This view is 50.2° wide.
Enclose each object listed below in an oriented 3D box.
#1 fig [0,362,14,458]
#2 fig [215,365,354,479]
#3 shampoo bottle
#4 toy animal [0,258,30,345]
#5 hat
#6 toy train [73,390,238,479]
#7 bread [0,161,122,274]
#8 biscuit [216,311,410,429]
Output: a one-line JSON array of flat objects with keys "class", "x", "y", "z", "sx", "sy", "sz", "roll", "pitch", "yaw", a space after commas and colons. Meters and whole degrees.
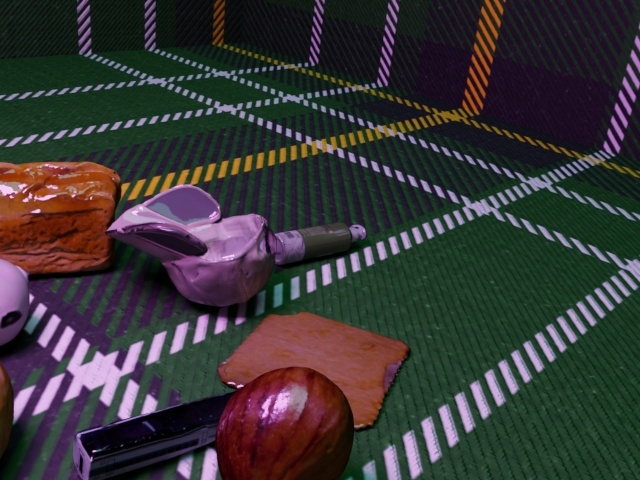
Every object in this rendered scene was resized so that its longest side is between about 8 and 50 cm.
[{"class": "fig", "x": -0.390, "y": 0.222, "z": 0.707, "sx": 0.159, "sy": 0.159, "sz": 0.257, "roll": -8, "pitch": 46, "yaw": -28}, {"class": "fig", "x": -0.055, "y": 0.233, "z": 0.747, "sx": 0.202, "sy": 0.148, "sz": 0.149, "roll": -41, "pitch": 6, "yaw": -17}, {"class": "shampoo bottle", "x": 0.000, "y": 0.000, "z": 1.324, "sx": 0.204, "sy": 0.065, "sz": 0.065, "roll": -11, "pitch": 31, "yaw": -33}, {"class": "toy animal", "x": -0.498, "y": 0.095, "z": 0.939, "sx": 0.179, "sy": 0.138, "sz": 0.166, "roll": 6, "pitch": 44, "yaw": -21}, {"class": "hat", "x": -0.211, "y": 0.014, "z": 1.108, "sx": 0.275, "sy": 0.161, "sz": 0.232, "roll": 16, "pitch": 14, "yaw": -7}, {"class": "toy train", "x": -0.165, "y": 0.231, "z": 0.826, "sx": 0.252, "sy": 0.048, "sz": 0.055, "roll": -6, "pitch": 23, "yaw": -37}, {"class": "bread", "x": -0.507, "y": -0.039, "z": 1.137, "sx": 0.344, "sy": 0.195, "sz": 0.149, "roll": -2, "pitch": 33, "yaw": -24}, {"class": "biscuit", "x": -0.004, "y": 0.177, "z": 1.010, "sx": 0.237, "sy": 0.013, "sz": 0.232, "roll": 16, "pitch": 27, "yaw": 16}]
